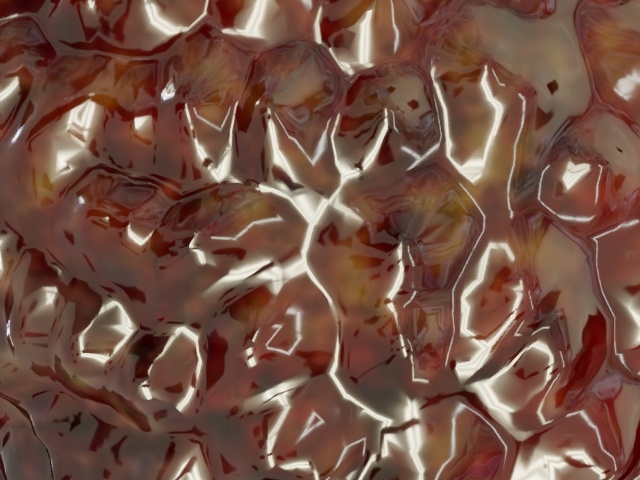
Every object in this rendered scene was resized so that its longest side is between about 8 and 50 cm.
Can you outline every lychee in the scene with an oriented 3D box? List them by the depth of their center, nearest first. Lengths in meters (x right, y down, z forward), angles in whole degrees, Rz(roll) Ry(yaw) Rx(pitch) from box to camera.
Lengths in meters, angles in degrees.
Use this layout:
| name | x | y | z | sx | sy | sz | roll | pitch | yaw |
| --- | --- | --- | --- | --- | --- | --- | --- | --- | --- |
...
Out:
| name | x | y | z | sx | sy | sz | roll | pitch | yaw |
| --- | --- | --- | --- | --- | --- | --- | --- | --- | --- |
| lychee | 0.000 | 0.000 | 0.716 | 0.424 | 0.500 | 0.424 | 42 | 166 | 13 |
